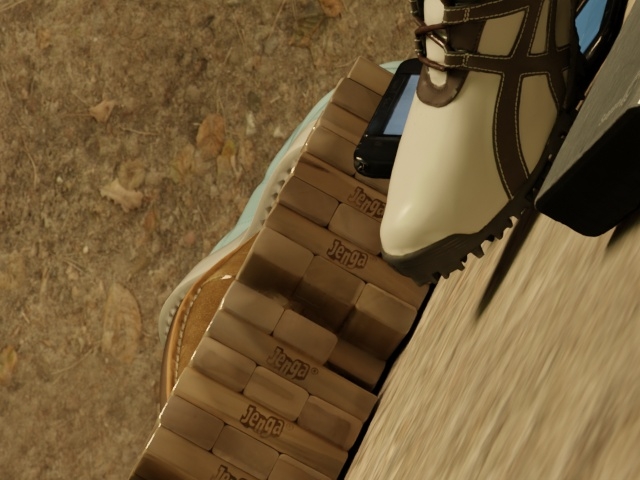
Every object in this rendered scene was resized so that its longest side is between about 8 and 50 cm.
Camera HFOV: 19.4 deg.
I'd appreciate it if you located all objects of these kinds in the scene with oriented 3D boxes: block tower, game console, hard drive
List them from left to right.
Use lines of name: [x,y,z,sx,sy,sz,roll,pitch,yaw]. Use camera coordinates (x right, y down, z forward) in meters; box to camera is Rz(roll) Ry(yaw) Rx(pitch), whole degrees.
block tower: [-0.015,0.058,0.931,0.335,0.097,0.091,-61,1,-31]
game console: [0.075,-0.078,0.791,0.122,0.107,0.071,-62,-28,-61]
hard drive: [0.100,-0.071,0.461,0.135,0.022,0.094,-62,1,-15]

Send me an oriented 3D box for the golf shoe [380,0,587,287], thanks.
golf shoe: [0.056,-0.083,0.682,0.198,0.094,0.077,-64,27,1]

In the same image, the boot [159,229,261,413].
boot: [0.003,0.019,1.066,0.115,0.112,0.305,-47,9,42]

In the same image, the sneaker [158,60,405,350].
sneaker: [0.000,0.000,1.408,0.150,0.135,0.366,-53,3,-39]
